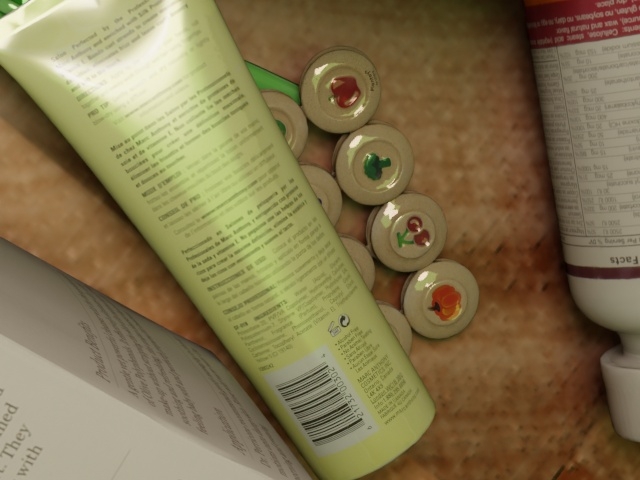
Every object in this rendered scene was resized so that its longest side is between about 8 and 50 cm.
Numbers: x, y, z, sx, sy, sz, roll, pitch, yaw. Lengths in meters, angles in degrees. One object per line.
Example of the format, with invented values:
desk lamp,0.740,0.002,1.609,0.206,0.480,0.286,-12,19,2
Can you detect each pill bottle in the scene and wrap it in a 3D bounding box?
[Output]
pill bottle,0.162,-0.030,0.816,0.121,0.121,0.221,-12,96,-14

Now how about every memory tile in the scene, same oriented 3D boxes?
memory tile,0.000,0.000,0.815,0.113,0.012,0.148,-30,111,-9

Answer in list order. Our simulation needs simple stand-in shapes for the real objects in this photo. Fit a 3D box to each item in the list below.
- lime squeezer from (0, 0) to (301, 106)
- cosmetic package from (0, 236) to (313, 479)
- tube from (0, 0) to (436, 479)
lime squeezer,-0.147,-0.068,0.764,0.310,0.059,0.110,-14,96,-15
cosmetic package,-0.199,0.044,0.657,0.365,0.197,0.155,30,94,-21
tube,-0.035,-0.011,0.768,0.240,0.062,0.070,57,42,-16
